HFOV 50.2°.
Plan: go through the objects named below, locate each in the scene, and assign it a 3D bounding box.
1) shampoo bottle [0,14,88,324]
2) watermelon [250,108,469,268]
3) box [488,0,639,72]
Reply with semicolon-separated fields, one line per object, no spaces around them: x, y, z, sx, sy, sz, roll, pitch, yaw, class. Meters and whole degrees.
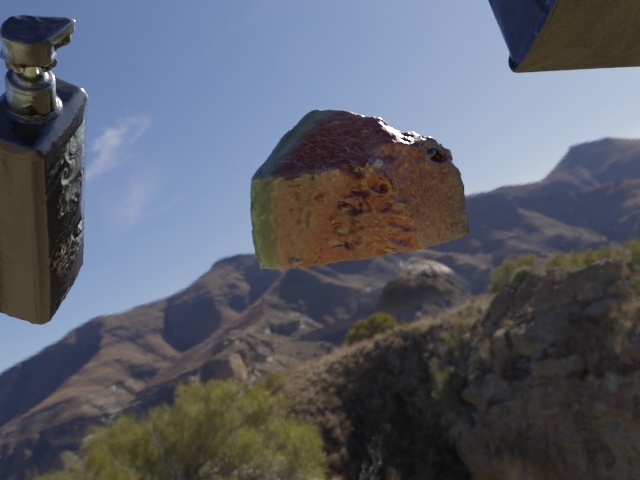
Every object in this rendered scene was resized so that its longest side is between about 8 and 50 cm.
-0.248;-0.053;0.591;0.309;0.071;0.098;111;180;-47;shampoo bottle
0.051;-0.055;0.832;0.256;0.193;0.140;8;19;27;watermelon
0.472;-0.424;1.059;0.345;0.204;0.251;-5;-28;-11;box
